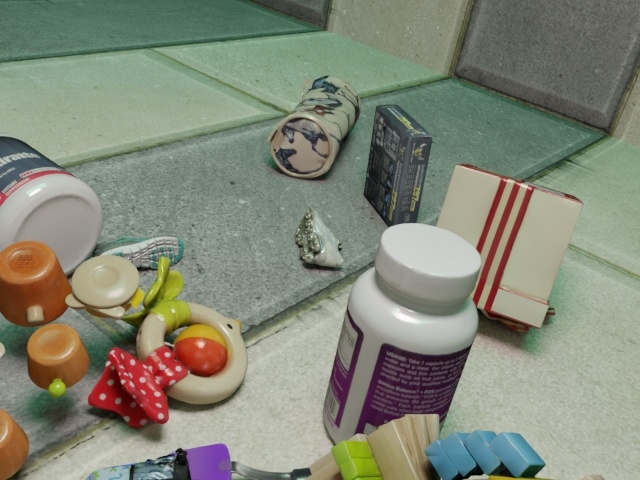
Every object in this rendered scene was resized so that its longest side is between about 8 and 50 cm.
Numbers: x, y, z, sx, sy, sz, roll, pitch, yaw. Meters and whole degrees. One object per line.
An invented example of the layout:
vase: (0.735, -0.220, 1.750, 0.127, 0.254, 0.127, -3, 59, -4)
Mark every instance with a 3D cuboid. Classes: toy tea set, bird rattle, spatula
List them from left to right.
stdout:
toy tea set: (-0.373, 0.146, 0.843, 0.200, 0.124, 0.336, 20, 48, 7)
bird rattle: (-0.195, 0.150, 0.934, 0.207, 0.143, 0.253, 18, 29, -22)
spatula: (-0.056, 0.289, 0.828, 0.296, 0.030, 0.084, 4, 32, -13)

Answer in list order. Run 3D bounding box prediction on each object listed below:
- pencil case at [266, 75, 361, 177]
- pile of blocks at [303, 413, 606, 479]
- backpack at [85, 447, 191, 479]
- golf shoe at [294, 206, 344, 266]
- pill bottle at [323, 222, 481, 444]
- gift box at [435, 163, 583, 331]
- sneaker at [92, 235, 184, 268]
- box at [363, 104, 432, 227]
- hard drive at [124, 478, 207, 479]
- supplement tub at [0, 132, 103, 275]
pencil case: (-0.012, -0.305, 1.739, 0.183, 0.160, 0.410, 22, 30, 2)
pile of blocks: (0.106, 0.246, 0.671, 0.362, 0.149, 0.112, -15, -24, 36)
backpack: (-0.194, 0.287, 0.710, 0.114, 0.105, 0.084, -4, 38, -6)
golf shoe: (0.000, 0.000, 1.337, 0.086, 0.069, 0.176, 23, 28, -22)
pill bottle: (0.108, 0.136, 0.876, 0.169, 0.301, 0.169, 9, 30, -5)
gift box: (0.335, 0.014, 1.232, 0.255, 0.258, 0.276, 21, 11, 19)
sneaker: (-0.324, 0.014, 1.180, 0.166, 0.065, 0.076, -9, 32, -35)
box: (0.167, -0.160, 1.480, 0.059, 0.233, 0.183, -6, 33, -17)
hard drive: (-0.142, 0.312, 0.636, 0.254, 0.172, 0.054, 6, -6, -14)
supplement tub: (-0.515, -0.064, 1.112, 0.272, 0.191, 0.191, 30, 34, 28)
